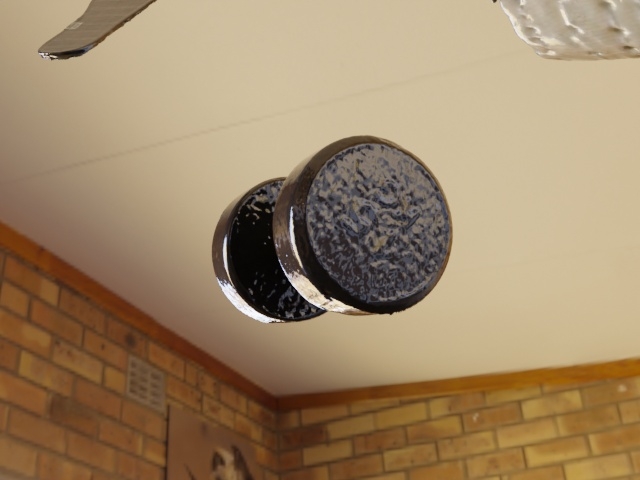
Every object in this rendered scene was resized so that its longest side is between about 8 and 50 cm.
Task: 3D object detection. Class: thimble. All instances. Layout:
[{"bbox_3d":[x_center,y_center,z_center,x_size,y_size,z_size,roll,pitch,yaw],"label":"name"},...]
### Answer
[{"bbox_3d":[0.135,-0.137,0.371,0.090,0.102,0.115,8,-36,48],"label":"thimble"}]

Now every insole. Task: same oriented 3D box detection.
[{"bbox_3d":[-0.279,-0.308,1.137,0.110,0.309,0.012,4,-53,17],"label":"insole"}]

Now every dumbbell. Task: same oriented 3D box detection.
[{"bbox_3d":[0.000,0.000,1.080,0.203,0.204,0.322,11,-11,-23],"label":"dumbbell"}]
